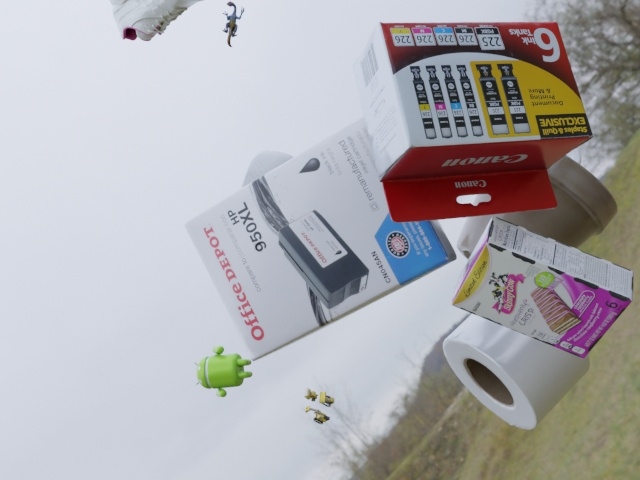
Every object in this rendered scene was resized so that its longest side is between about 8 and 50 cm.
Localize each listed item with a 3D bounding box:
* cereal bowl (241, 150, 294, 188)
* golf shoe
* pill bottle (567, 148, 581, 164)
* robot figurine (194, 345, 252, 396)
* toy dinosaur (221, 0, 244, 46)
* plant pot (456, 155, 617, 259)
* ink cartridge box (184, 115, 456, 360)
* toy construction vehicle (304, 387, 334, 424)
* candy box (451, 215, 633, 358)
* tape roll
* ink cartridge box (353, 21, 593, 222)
[{"bbox_3d":[-0.094,-0.071,1.953,0.339,0.141,0.339,4,-90,-74],"label":"cereal bowl"},{"bbox_3d":[-0.384,-0.558,1.767,0.115,0.306,0.140,-16,-74,-54],"label":"golf shoe"},{"bbox_3d":[0.705,-0.214,2.151,0.108,0.108,0.180,-45,-19,-1],"label":"pill bottle"},{"bbox_3d":[-0.196,0.262,1.460,0.115,0.101,0.067,-7,-7,10],"label":"robot figurine"},{"bbox_3d":[-0.216,-0.527,1.744,0.090,0.047,0.082,128,150,-53],"label":"toy dinosaur"},{"bbox_3d":[0.478,-0.043,1.719,0.280,0.323,0.323,-53,-15,-2],"label":"plant pot"},{"bbox_3d":[0.000,0.000,1.309,0.394,0.286,0.166,-29,-7,14],"label":"ink cartridge box"},{"bbox_3d":[-0.001,0.434,1.927,0.035,0.098,0.086,-28,38,36],"label":"toy construction vehicle"},{"bbox_3d":[0.346,0.077,1.154,0.159,0.233,0.071,107,-173,-45],"label":"candy box"},{"bbox_3d":[0.395,0.237,1.486,0.169,0.246,0.246,-41,-16,-16],"label":"tape roll"},{"bbox_3d":[0.235,-0.182,1.108,0.309,0.272,0.130,-6,-16,-18],"label":"ink cartridge box"}]
